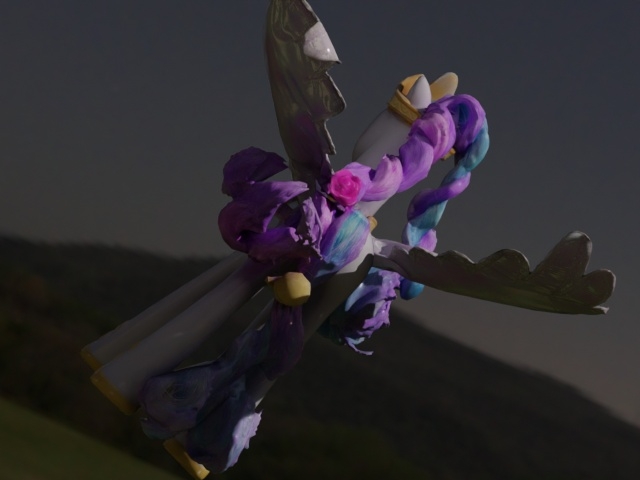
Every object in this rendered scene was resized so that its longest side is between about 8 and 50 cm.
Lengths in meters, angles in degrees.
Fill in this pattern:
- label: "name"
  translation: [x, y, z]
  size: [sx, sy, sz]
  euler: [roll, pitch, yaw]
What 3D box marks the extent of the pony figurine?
- label: "pony figurine"
  translation: [0.000, 0.000, 1.301]
  size: [0.303, 0.363, 0.351]
  euler: [46, -6, -8]
